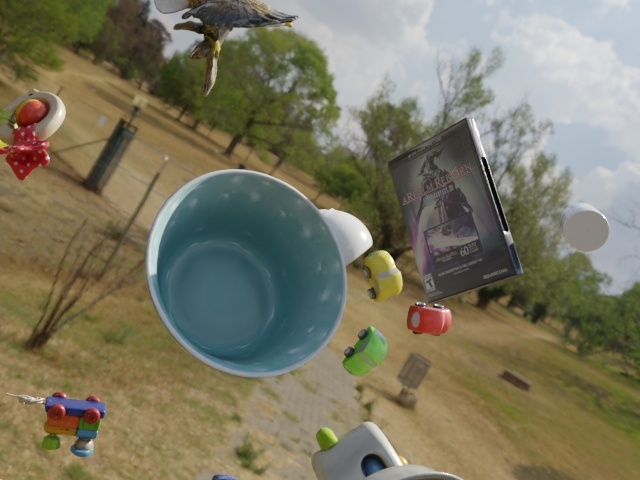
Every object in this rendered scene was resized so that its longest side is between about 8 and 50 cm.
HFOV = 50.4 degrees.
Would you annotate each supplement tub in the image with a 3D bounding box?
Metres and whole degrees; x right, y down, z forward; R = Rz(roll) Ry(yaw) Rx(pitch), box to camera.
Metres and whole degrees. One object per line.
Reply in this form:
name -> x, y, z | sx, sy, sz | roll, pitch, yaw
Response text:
supplement tub -> 0.434, -0.023, 1.122 | 0.071, 0.071, 0.107 | 31, 14, 8

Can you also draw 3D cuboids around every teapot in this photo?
teapot -> 0.000, 0.000, 1.813 | 0.187, 0.252, 0.256 | 54, -30, 0

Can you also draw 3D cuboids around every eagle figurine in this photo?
eagle figurine -> -0.135, -0.416, 1.165 | 0.298, 0.225, 0.227 | -22, -89, 63

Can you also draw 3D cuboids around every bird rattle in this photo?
bird rattle -> -0.685, -0.270, 1.565 | 0.253, 0.207, 0.143 | 23, -27, 38

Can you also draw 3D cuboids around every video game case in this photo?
video game case -> 0.224, -0.046, 1.175 | 0.026, 0.275, 0.196 | -7, -13, -41

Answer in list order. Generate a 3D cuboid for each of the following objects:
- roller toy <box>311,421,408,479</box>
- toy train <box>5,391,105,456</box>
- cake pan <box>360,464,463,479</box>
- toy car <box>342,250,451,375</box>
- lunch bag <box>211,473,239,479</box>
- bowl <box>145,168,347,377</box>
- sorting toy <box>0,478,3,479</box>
roller toy -> 0.088, 0.420, 1.168 | 0.209, 0.146, 0.191 | 65, -9, -28
toy train -> -0.697, 0.477, 1.765 | 0.247, 0.144, 0.105 | 12, 5, -19
cake pan -> 0.101, 0.446, 0.981 | 0.293, 0.293, 0.054 | 30, 4, -32
toy car -> 0.131, 0.167, 1.297 | 0.239, 0.225, 0.053 | 42, -11, -21
lunch bag -> -0.233, 0.620, 1.643 | 0.067, 0.099, 0.065 | 10, -13, -17
bowl -> -0.131, 0.065, 1.040 | 0.311, 0.312, 0.163 | 30, -30, -15
sorting toy -> -0.647, 0.603, 1.310 | 0.193, 0.208, 0.038 | 42, 6, 25
